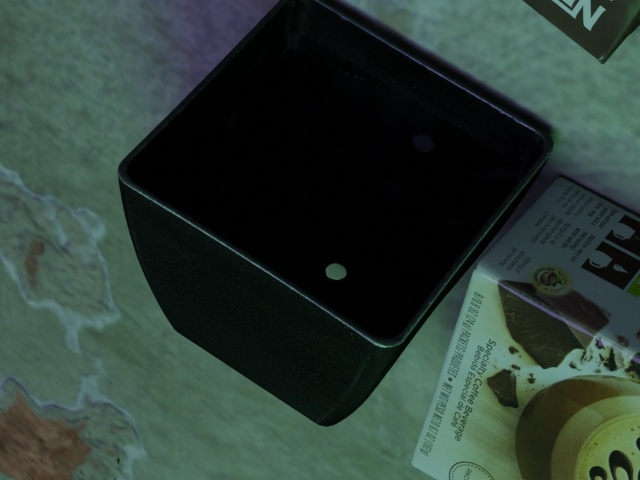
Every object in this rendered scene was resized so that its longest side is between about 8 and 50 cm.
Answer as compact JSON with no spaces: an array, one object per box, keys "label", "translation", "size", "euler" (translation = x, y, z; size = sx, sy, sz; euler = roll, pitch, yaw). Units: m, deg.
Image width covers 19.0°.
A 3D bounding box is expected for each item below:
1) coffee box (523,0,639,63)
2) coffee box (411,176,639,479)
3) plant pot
[{"label":"coffee box","translation":[0.099,-0.229,0.962],"size":[0.246,0.098,0.141],"euler":[40,135,6]},{"label":"coffee box","translation":[0.221,0.116,1.100],"size":[0.297,0.119,0.168],"euler":[28,131,17]},{"label":"plant pot","translation":[0.000,0.000,1.144],"size":[0.187,0.188,0.167],"euler":[32,145,13]}]
